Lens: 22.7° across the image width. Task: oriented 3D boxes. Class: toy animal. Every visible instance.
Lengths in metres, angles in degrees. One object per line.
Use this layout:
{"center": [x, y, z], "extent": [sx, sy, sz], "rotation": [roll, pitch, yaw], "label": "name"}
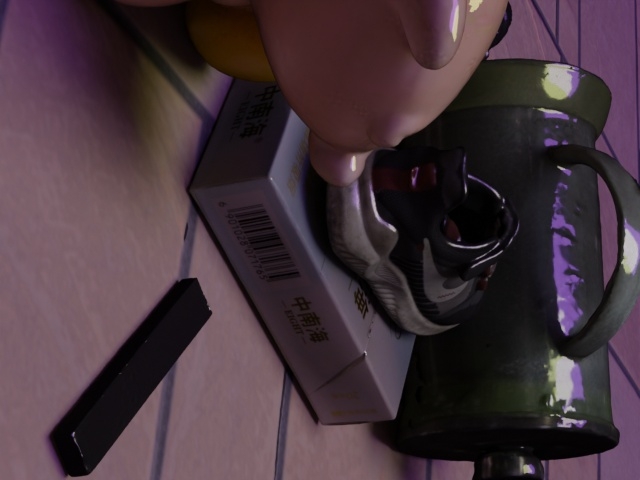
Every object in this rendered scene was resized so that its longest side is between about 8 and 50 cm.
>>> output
{"center": [-0.051, -0.203, 0.979], "extent": [0.247, 0.277, 0.345], "rotation": [15, 53, -34], "label": "toy animal"}

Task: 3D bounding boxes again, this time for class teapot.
{"center": [0.170, 0.030, 1.324], "extent": [0.200, 0.270, 0.337], "rotation": [11, 71, -33], "label": "teapot"}

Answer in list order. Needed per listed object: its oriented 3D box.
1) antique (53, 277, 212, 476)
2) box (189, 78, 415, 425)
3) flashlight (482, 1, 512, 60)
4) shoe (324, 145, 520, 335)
{"center": [-0.109, 0.077, 0.959], "extent": [0.192, 0.015, 0.031], "rotation": [-55, 130, -59], "label": "antique"}
{"center": [0.000, 0.000, 1.170], "extent": [0.243, 0.067, 0.155], "rotation": [62, 32, -36], "label": "box"}
{"center": [0.131, -0.190, 1.524], "extent": [0.232, 0.093, 0.093], "rotation": [-47, 124, -66], "label": "flashlight"}
{"center": [0.089, -0.002, 1.147], "extent": [0.227, 0.112, 0.099], "rotation": [39, 47, -51], "label": "shoe"}
